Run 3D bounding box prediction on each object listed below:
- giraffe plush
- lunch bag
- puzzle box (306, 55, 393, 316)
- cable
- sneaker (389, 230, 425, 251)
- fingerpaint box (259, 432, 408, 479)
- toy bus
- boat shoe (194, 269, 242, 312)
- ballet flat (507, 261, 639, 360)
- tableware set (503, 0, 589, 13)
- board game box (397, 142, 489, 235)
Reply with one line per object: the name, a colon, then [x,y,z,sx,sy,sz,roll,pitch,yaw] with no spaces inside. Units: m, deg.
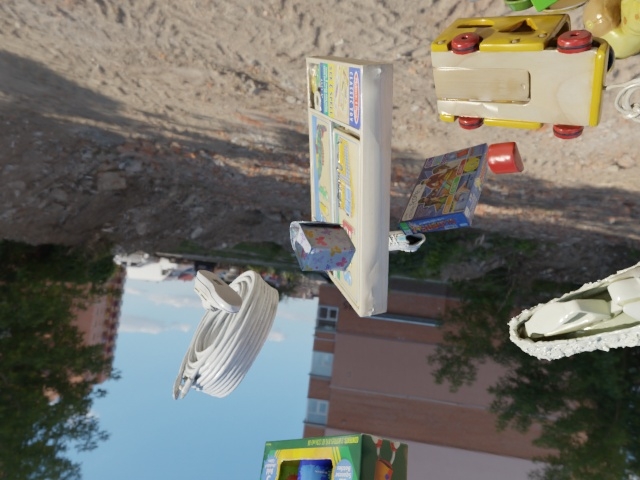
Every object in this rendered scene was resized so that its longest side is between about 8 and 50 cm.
giraffe plush: [0.480,-0.350,0.736,0.181,0.210,0.170,-31,-178,-11]
lunch bag: [0.000,0.000,0.676,0.071,0.053,0.083,4,-145,-23]
puzzle box: [0.043,-0.105,0.864,0.052,0.409,0.272,-9,-156,-17]
cable: [-0.182,0.188,0.999,0.089,0.257,0.257,36,-158,-19]
sneaker: [0.206,-0.002,1.381,0.190,0.071,0.083,-6,171,-13]
fingerpaint box: [0.001,0.698,1.220,0.163,0.371,0.445,25,146,-28]
toy bus: [0.216,-0.176,0.495,0.202,0.104,0.191,42,150,-3]
boat shoe: [-0.130,0.071,0.604,0.035,0.035,0.100,13,-168,-44]
ballet flat: [0.527,0.130,0.895,0.147,0.147,0.409,10,147,-37]
tableware set: [0.262,-0.249,0.468,0.154,0.104,0.024,30,151,50]
board game box: [0.242,-0.100,0.946,0.136,0.201,0.035,-9,131,42]
